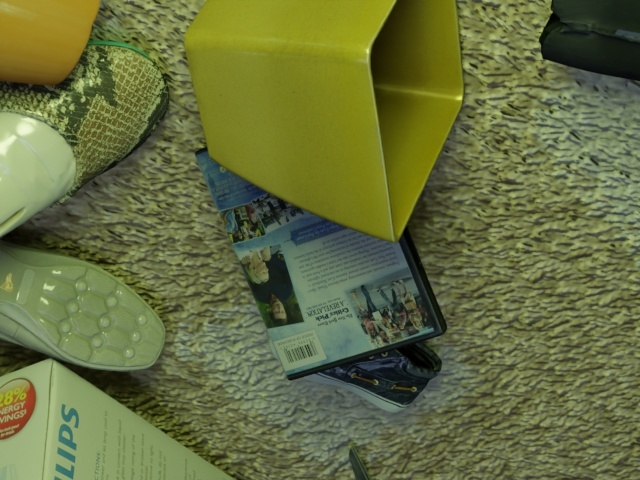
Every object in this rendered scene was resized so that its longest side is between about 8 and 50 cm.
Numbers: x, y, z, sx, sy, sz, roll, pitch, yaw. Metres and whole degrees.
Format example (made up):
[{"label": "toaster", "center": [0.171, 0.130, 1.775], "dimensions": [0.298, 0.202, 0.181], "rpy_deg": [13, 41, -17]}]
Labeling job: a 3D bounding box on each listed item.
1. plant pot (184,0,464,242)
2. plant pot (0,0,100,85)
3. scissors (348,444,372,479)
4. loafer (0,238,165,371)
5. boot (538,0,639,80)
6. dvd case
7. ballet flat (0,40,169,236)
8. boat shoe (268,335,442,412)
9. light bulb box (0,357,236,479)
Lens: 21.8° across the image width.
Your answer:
[{"label": "plant pot", "center": [0.001, -0.153, 1.459], "dimensions": [0.187, 0.212, 0.212], "rpy_deg": [8, 135, 21]}, {"label": "plant pot", "center": [-0.301, -0.223, 1.455], "dimensions": [0.188, 0.205, 0.205], "rpy_deg": [18, 136, -27]}, {"label": "scissors", "center": [0.083, 0.350, 2.038], "dimensions": [0.109, 0.021, 0.297], "rpy_deg": [7, 133, 7]}, {"label": "loafer", "center": [-0.319, 0.057, 1.788], "dimensions": [0.319, 0.112, 0.111], "rpy_deg": [26, 169, -20]}, {"label": "boot", "center": [0.405, -0.132, 1.417], "dimensions": [0.445, 0.146, 0.367], "rpy_deg": [8, 146, 5]}, {"label": "dvd case", "center": [0.000, 0.000, 1.636], "dimensions": [0.180, 0.022, 0.253], "rpy_deg": [-19, 98, 25]}, {"label": "ballet flat", "center": [-0.380, -0.065, 1.615], "dimensions": [0.482, 0.182, 0.164], "rpy_deg": [-8, 130, 18]}, {"label": "boat shoe", "center": [0.039, 0.119, 1.798], "dimensions": [0.183, 0.065, 0.083], "rpy_deg": [24, 130, -20]}, {"label": "light bulb box", "center": [-0.336, 0.352, 1.926], "dimensions": [0.357, 0.225, 0.361], "rpy_deg": [-20, 140, 26]}]
